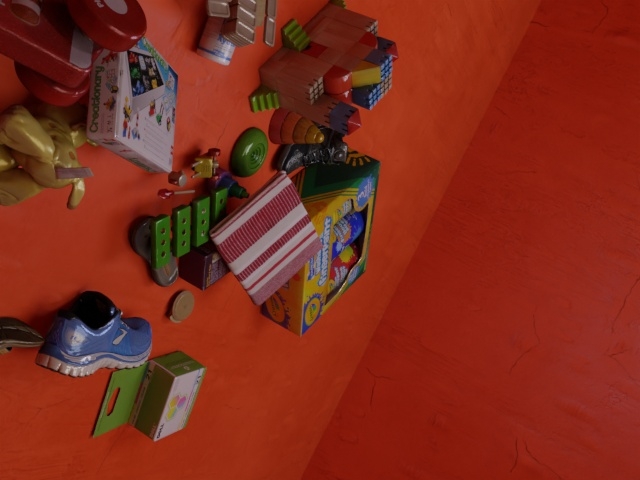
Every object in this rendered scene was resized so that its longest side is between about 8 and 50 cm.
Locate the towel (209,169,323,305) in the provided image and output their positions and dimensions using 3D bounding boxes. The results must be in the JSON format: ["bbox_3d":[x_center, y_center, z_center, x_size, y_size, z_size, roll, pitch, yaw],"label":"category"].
[{"bbox_3d":[-0.126,0.000,1.823,0.237,0.037,0.329,-43,145,-13],"label":"towel"}]

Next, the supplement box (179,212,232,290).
[{"bbox_3d":[-0.250,0.025,1.821,0.188,0.081,0.104,-37,146,-47],"label":"supplement box"}]

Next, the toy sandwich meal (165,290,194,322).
[{"bbox_3d":[-0.342,0.160,1.841,0.085,0.029,0.085,-35,133,-49],"label":"toy sandwich meal"}]

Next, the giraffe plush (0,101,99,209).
[{"bbox_3d":[-0.427,-0.165,1.168,0.181,0.210,0.170,99,0,-46],"label":"giraffe plush"}]

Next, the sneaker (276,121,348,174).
[{"bbox_3d":[-0.012,-0.233,1.988,0.227,0.130,0.087,-43,156,-35],"label":"sneaker"}]

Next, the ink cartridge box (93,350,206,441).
[{"bbox_3d":[-0.415,0.394,1.846,0.255,0.097,0.188,-8,122,-64],"label":"ink cartridge box"}]

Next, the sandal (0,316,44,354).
[{"bbox_3d":[-0.572,0.178,1.327,0.049,0.072,0.180,-54,159,18],"label":"sandal"}]

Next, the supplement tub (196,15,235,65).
[{"bbox_3d":[-0.197,-0.407,1.490,0.071,0.071,0.107,-4,119,-64],"label":"supplement tub"}]

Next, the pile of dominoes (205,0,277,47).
[{"bbox_3d":[-0.155,-0.502,1.438,0.196,0.040,0.251,18,72,-54],"label":"pile of dominoes"}]

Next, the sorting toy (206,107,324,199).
[{"bbox_3d":[-0.115,-0.204,1.811,0.365,0.126,0.127,-46,152,-36],"label":"sorting toy"}]

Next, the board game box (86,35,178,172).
[{"bbox_3d":[-0.307,-0.234,1.267,0.305,0.053,0.192,51,42,-83],"label":"board game box"}]

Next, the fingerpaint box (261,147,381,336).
[{"bbox_3d":[0.000,0.000,2.217,0.371,0.163,0.444,-41,148,-40],"label":"fingerpaint box"}]

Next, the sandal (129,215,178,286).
[{"bbox_3d":[-0.348,0.031,1.641,0.090,0.060,0.219,-49,147,-31],"label":"sandal"}]

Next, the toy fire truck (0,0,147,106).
[{"bbox_3d":[-0.373,-0.341,0.973,0.169,0.302,0.254,-31,139,32],"label":"toy fire truck"}]

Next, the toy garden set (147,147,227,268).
[{"bbox_3d":[-0.289,-0.079,1.607,0.244,0.049,0.203,-35,136,-54],"label":"toy garden set"}]

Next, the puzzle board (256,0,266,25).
[{"bbox_3d":[-0.151,-0.495,1.570,0.128,0.011,0.096,-26,136,-56],"label":"puzzle board"}]

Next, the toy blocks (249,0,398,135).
[{"bbox_3d":[0.049,-0.405,1.769,0.381,0.261,0.190,-51,154,-28],"label":"toy blocks"}]

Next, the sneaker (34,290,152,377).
[{"bbox_3d":[-0.433,0.181,1.533,0.330,0.130,0.147,3,104,-75],"label":"sneaker"}]
